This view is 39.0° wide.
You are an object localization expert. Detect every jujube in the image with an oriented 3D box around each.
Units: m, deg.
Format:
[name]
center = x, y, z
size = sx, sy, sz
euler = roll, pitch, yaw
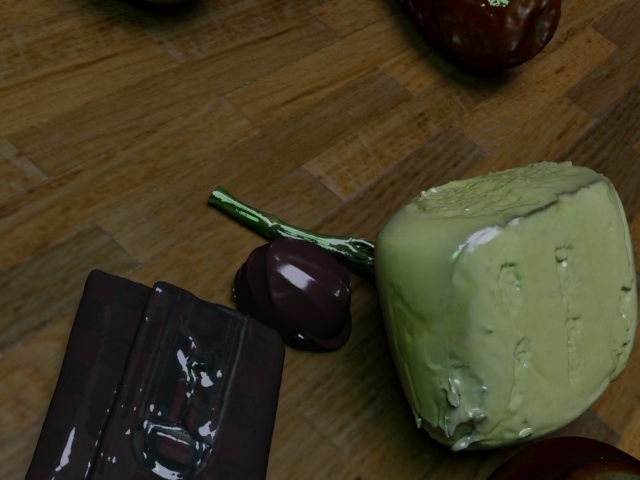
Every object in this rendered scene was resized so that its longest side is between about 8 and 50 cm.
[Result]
[jujube]
center = 0.207, -0.344, 1.244
size = 0.190, 0.190, 0.255
euler = -23, 57, -41

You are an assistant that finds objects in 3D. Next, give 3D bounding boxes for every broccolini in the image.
[broccolini]
center = 0.000, 0.000, 0.906
size = 0.239, 0.051, 0.054
euler = 21, 49, 0

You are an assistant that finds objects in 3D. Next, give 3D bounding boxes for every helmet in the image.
[helmet]
center = -0.015, 0.042, 0.831
size = 0.123, 0.070, 0.098
euler = 21, 43, -8

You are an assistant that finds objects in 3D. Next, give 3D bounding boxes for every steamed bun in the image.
[steamed bun]
center = 0.157, 0.058, 0.822
size = 0.273, 0.232, 0.166
euler = -23, 19, -32

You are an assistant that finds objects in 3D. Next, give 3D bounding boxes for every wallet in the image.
[wallet]
center = -0.120, 0.138, 0.702
size = 0.182, 0.049, 0.229
euler = 20, 45, -14

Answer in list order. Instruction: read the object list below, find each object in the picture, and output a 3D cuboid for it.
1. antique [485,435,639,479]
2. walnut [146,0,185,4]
[antique]
center = 0.209, 0.259, 0.703
size = 0.278, 0.129, 0.223
euler = 16, 43, -17
[walnut]
center = -0.195, -0.393, 1.051
size = 0.225, 0.225, 0.261
euler = 22, 42, -9
